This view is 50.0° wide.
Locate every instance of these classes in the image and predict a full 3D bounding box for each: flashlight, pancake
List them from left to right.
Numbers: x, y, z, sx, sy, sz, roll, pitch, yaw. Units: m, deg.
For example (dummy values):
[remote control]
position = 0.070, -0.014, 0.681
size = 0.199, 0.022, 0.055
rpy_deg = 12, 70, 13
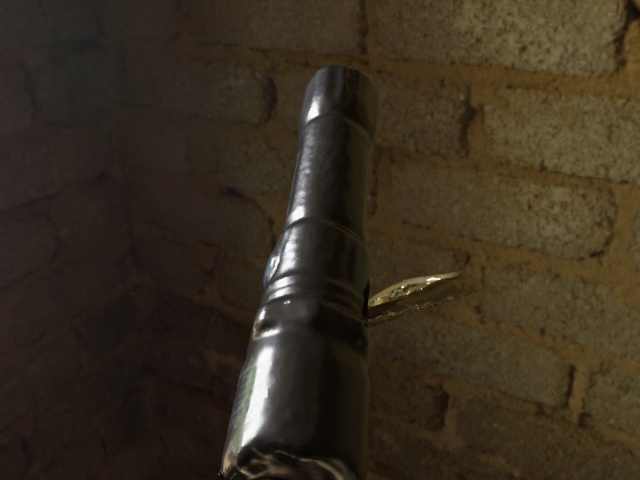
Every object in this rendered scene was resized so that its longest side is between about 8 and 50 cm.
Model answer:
[flashlight]
position = 0.000, 0.000, 0.563
size = 0.103, 0.103, 0.424
rpy_deg = 2, 49, 6
[pancake]
position = 0.074, 0.055, 0.624
size = 0.139, 0.022, 0.139
rpy_deg = -18, 1, 0
